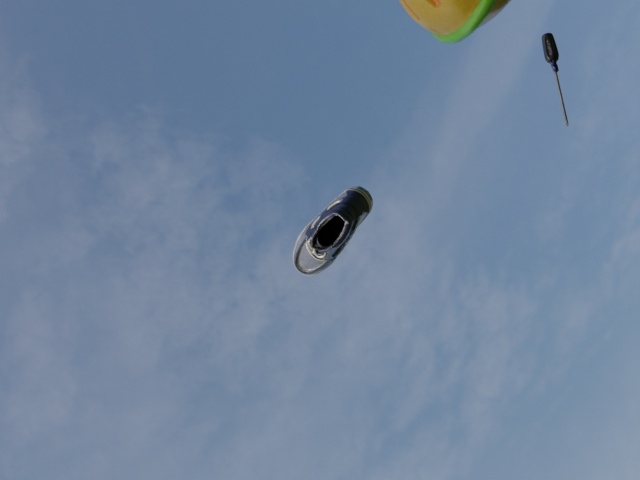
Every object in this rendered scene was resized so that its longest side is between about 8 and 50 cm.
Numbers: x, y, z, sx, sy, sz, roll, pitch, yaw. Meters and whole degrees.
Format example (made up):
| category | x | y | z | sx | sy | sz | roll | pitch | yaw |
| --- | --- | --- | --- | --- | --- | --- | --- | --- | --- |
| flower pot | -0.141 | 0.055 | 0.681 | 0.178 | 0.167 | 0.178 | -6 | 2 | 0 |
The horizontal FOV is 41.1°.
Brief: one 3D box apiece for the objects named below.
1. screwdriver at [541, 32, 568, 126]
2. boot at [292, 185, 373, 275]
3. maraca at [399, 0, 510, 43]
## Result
| category | x | y | z | sx | sy | sz | roll | pitch | yaw |
| --- | --- | --- | --- | --- | --- | --- | --- | --- | --- |
| screwdriver | 0.398 | -0.269 | 1.424 | 0.025 | 0.024 | 0.170 | -13 | -105 | 0 |
| boot | 0.000 | 0.000 | 1.247 | 0.190 | 0.069 | 0.086 | -54 | -5 | 39 |
| maraca | 0.104 | -0.226 | 0.589 | 0.099 | 0.127 | 0.185 | -5 | -41 | -23 |
